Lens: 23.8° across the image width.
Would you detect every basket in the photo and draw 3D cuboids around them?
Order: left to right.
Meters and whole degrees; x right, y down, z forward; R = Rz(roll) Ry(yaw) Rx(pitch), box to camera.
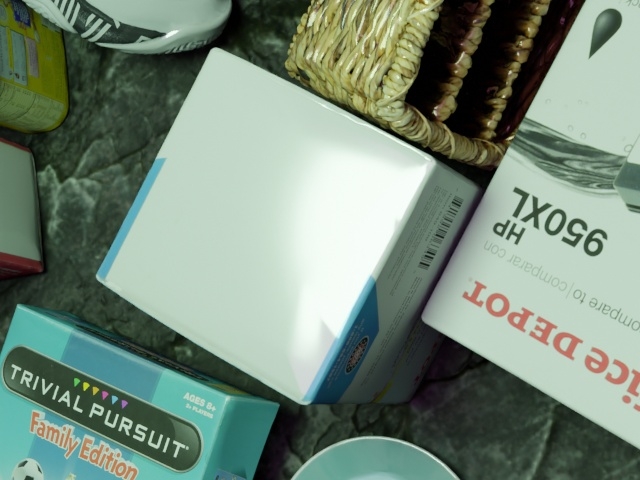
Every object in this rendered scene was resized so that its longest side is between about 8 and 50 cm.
[{"bbox_3d":[0.143,-0.206,1.159,0.213,0.223,0.299,22,94,-24],"label":"basket"}]

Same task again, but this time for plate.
[{"bbox_3d":[0.049,0.260,1.285,0.188,0.024,0.188,-2,84,18],"label":"plate"}]

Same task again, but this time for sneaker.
[{"bbox_3d":[-0.205,-0.303,1.254,0.366,0.137,0.210,25,130,-20],"label":"sneaker"}]

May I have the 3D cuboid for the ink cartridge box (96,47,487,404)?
[{"bbox_3d":[0.000,0.000,1.195,0.197,0.270,0.198,29,94,19],"label":"ink cartridge box"}]

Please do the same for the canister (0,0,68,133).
[{"bbox_3d":[-0.294,-0.166,1.356,0.073,0.170,0.126,-9,82,17],"label":"canister"}]

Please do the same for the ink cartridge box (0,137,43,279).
[{"bbox_3d":[-0.437,-0.015,1.358,0.306,0.226,0.131,-13,80,17],"label":"ink cartridge box"}]

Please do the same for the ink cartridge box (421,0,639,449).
[{"bbox_3d":[0.300,-0.036,1.123,0.285,0.166,0.395,30,95,36],"label":"ink cartridge box"}]

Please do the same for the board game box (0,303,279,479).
[{"bbox_3d":[-0.206,0.253,1.305,0.254,0.079,0.336,19,91,33],"label":"board game box"}]
